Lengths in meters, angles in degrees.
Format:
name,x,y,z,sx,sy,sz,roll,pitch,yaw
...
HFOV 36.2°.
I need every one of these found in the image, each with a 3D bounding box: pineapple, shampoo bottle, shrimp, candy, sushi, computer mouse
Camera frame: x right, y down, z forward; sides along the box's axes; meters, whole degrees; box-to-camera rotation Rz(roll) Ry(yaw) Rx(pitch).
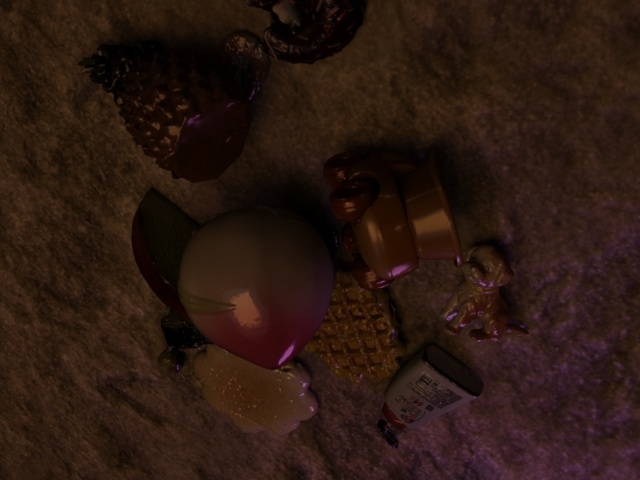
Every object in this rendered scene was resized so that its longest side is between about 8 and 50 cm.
name,x,y,z,sx,sy,sz,roll,pitch,yaw
pineapple,-0.302,-0.273,1.799,0.357,0.222,0.223,39,134,28
shampoo bottle,0.204,0.343,2.081,0.153,0.071,0.284,37,132,-3
shrimp,-0.147,-0.298,1.821,0.101,0.042,0.190,11,125,9
candy,-0.348,0.221,2.269,0.061,0.061,0.203,12,118,17
sushi,-0.285,0.197,2.191,0.150,0.091,0.078,-7,121,24
computer mouse,0.000,0.000,1.953,0.079,0.047,0.135,16,122,29

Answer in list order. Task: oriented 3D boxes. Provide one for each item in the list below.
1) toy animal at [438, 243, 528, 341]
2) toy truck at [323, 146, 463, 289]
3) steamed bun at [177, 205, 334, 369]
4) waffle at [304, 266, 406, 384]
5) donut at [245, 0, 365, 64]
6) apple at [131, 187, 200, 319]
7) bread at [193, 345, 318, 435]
name,x,y,z,sx,sy,sz,roll,pitch,yaw
toy animal,0.335,0.095,1.854,0.183,0.104,0.185,8,111,-15
toy truck,0.129,-0.046,1.734,0.211,0.288,0.204,-15,116,4
steamed bun,-0.114,0.106,1.836,0.309,0.309,0.310,12,126,17
waffle,0.064,0.182,2.041,0.262,0.060,0.281,32,130,0
donut,-0.036,-0.402,1.662,0.216,0.096,0.230,6,124,21
apple,-0.276,0.060,2.053,0.346,0.179,0.254,41,168,-5
bread,-0.157,0.337,2.253,0.315,0.054,0.316,13,128,16
